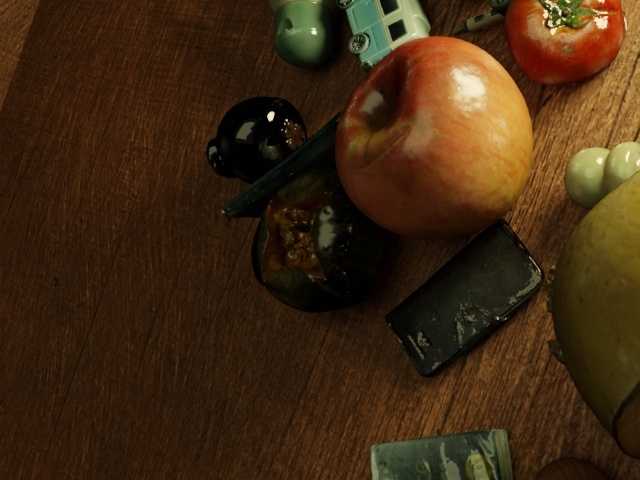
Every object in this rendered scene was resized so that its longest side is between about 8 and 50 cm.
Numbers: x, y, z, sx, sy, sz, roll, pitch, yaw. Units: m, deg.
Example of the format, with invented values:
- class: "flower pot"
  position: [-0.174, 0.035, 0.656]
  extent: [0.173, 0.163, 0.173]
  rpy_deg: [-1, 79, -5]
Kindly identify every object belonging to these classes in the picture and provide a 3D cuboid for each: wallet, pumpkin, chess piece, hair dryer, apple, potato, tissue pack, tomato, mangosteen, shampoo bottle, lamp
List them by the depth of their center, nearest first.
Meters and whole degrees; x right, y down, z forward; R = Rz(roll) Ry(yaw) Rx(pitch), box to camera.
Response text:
- class: "potato"
  position: [0.521, 0.055, 1.025]
  extent: [0.442, 0.386, 0.319]
  rpy_deg: [-51, 42, 27]
- class: "lamp"
  position: [0.399, 0.413, 1.159]
  extent: [0.136, 0.136, 0.136]
  rpy_deg: [-12, 71, 36]
- class: "chess piece"
  position: [0.528, -0.106, 1.213]
  extent: [0.251, 0.144, 0.144]
  rpy_deg: [-1, 77, 43]
- class: "tissue pack"
  position: [0.222, 0.447, 1.324]
  extent: [0.257, 0.081, 0.185]
  rpy_deg: [-18, 67, 32]
- class: "tomato"
  position: [0.443, -0.399, 1.336]
  extent: [0.225, 0.085, 0.224]
  rpy_deg: [0, 91, 20]
- class: "apple"
  position: [0.215, -0.172, 1.345]
  extent: [0.364, 0.364, 0.363]
  rpy_deg: [-12, 71, 36]
- class: "wallet"
  position: [0.270, 0.115, 1.403]
  extent: [0.318, 0.045, 0.172]
  rpy_deg: [-44, 54, 22]
- class: "hair dryer"
  position: [0.336, -0.454, 1.492]
  extent: [0.198, 0.101, 0.056]
  rpy_deg: [-12, 69, 51]
- class: "pumpkin"
  position: [0.000, 0.000, 1.541]
  extent: [0.321, 0.192, 0.320]
  rpy_deg: [-10, 76, 45]
- class: "wallet"
  position: [-0.034, -0.155, 1.620]
  extent: [0.379, 0.191, 0.046]
  rpy_deg: [-34, 73, 29]
- class: "mangosteen"
  position: [-0.145, -0.228, 1.714]
  extent: [0.243, 0.243, 0.242]
  rpy_deg: [-12, 71, 36]
- class: "shampoo bottle"
  position: [-0.036, -0.585, 1.771]
  extent: [0.222, 0.151, 0.349]
  rpy_deg: [-12, 71, 40]

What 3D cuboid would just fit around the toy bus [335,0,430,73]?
- class: "toy bus"
  position: [0.143, -0.498, 1.620]
  extent: [0.165, 0.133, 0.271]
  rpy_deg: [-25, 66, 25]
